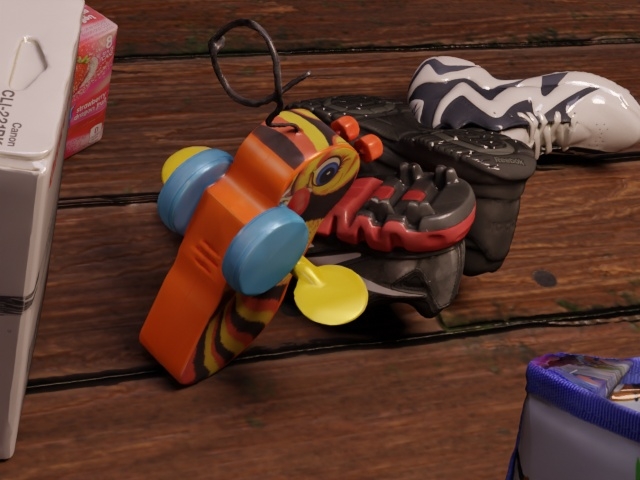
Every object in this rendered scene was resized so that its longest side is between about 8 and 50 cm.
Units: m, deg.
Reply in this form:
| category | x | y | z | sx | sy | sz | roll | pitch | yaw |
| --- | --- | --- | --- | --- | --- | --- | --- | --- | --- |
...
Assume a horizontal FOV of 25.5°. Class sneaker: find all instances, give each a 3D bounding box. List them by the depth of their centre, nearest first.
| category | x | y | z | sx | sy | sz | roll | pitch | yaw |
| --- | --- | --- | --- | --- | --- | --- | --- | --- | --- |
| sneaker | 0.000 | 0.000 | 1.169 | 0.276 | 0.135 | 0.097 | 9 | 34 | 28 |
| sneaker | 0.060 | -0.052 | 1.244 | 0.109 | 0.130 | 0.286 | -9 | 24 | -37 |
| sneaker | 0.195 | -0.095 | 1.349 | 0.235 | 0.094 | 0.153 | 15 | 41 | -3 |

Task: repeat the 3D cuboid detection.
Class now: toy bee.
| category | x | y | z | sx | sy | sz | roll | pitch | yaw |
| --- | --- | --- | --- | --- | --- | --- | --- | --- | --- |
| toy bee | -0.024 | -0.024 | 1.041 | 0.162 | 0.298 | 0.195 | -20 | 73 | -43 |

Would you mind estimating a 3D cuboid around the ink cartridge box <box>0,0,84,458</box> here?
| category | x | y | z | sx | sy | sz | roll | pitch | yaw |
| --- | --- | --- | --- | --- | --- | --- | --- | --- | --- |
| ink cartridge box | -0.240 | -0.016 | 0.965 | 0.114 | 0.273 | 0.197 | 10 | 40 | -9 |

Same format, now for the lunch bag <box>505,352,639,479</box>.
| category | x | y | z | sx | sy | sz | roll | pitch | yaw |
| --- | --- | --- | --- | --- | --- | --- | --- | --- | --- |
| lunch bag | 0.264 | 0.247 | 0.713 | 0.385 | 0.327 | 0.239 | 12 | 11 | 25 |

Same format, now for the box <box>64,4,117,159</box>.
| category | x | y | z | sx | sy | sz | roll | pitch | yaw |
| --- | --- | --- | --- | --- | --- | --- | --- | --- | --- |
| box | -0.301 | -0.113 | 1.167 | 0.123 | 0.128 | 0.257 | 34 | 44 | 19 |
